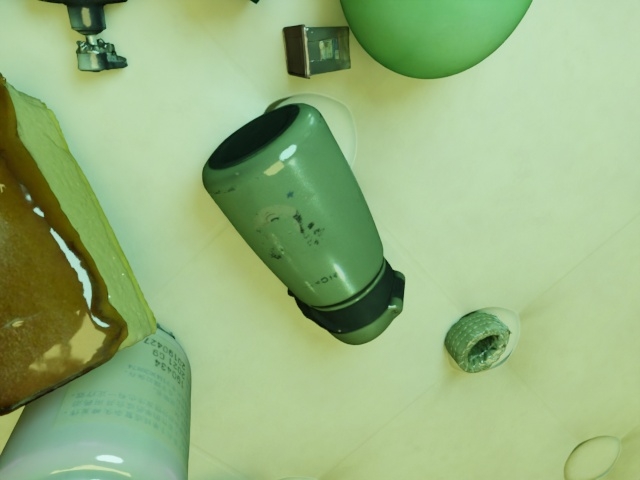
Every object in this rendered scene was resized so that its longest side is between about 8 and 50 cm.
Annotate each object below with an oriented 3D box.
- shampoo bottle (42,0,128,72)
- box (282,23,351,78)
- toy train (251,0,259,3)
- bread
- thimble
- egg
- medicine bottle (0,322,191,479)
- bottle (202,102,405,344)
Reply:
[{"bbox_3d":[-0.259,-0.336,0.493,0.098,0.071,0.310,-5,114,-12],"label":"shampoo bottle"},{"bbox_3d":[-0.005,-0.236,0.593,0.063,0.084,0.060,-14,114,-16],"label":"box"},{"bbox_3d":[-0.108,-0.328,0.488,0.198,0.154,0.107,31,106,-22],"label":"toy train"},{"bbox_3d":[-0.399,0.032,0.521,0.323,0.143,0.333,-27,90,-1],"label":"bread"},{"bbox_3d":[0.278,0.177,0.846,0.110,0.062,0.084,-35,117,4],"label":"thimble"},{"bbox_3d":[0.126,-0.314,0.512,0.220,0.220,0.270,4,104,-15],"label":"egg"},{"bbox_3d":[-0.270,0.272,0.584,0.213,0.379,0.214,-4,112,-11],"label":"medicine bottle"},{"bbox_3d":[-0.001,0.001,0.653,0.168,0.168,0.347,-31,121,1],"label":"bottle"}]
